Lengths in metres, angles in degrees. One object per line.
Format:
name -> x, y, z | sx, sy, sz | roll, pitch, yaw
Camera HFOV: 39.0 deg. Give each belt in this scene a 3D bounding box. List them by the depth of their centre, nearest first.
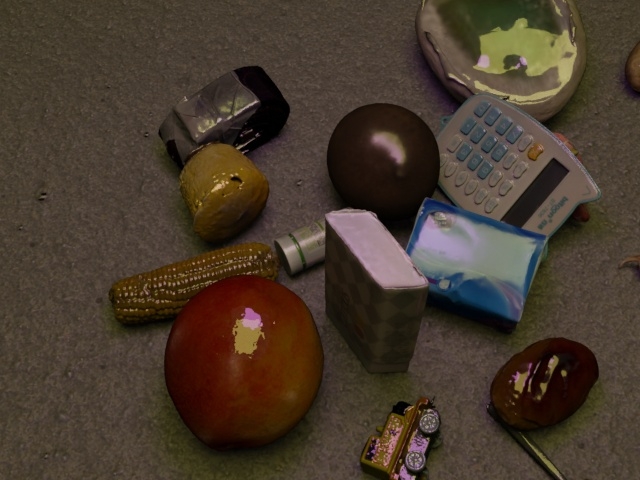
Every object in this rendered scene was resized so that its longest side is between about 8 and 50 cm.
belt -> -0.210, -0.259, 2.038 | 0.289, 0.184, 0.164 | -31, 70, -11

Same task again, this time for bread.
bread -> -0.212, -0.101, 1.946 | 0.197, 0.197, 0.170 | -29, 57, -16

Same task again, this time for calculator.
calculator -> 0.405, -0.149, 1.976 | 0.386, 0.054, 0.256 | 44, 109, 19

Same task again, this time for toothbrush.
toothbrush -> 0.427, 0.422, 1.738 | 0.030, 0.030, 0.297 | -38, 66, -10

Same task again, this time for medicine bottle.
medicine bottle -> 0.000, 0.000, 1.942 | 0.183, 0.086, 0.086 | -24, 63, -13

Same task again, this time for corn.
corn -> -0.258, 0.089, 1.874 | 0.364, 0.120, 0.120 | -14, 61, -5

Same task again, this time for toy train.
toy train -> 0.157, 0.386, 1.724 | 0.127, 0.089, 0.219 | 16, 62, 20

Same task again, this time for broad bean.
broad bean -> 0.436, 0.280, 1.767 | 0.229, 0.122, 0.156 | -34, 80, -13

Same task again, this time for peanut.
peanut -> 0.834, -0.460, 2.187 | 0.122, 0.137, 0.253 | 48, 64, -23

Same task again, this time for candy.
candy -> 0.440, -0.454, 2.148 | 0.386, 0.186, 0.426 | -16, 63, 0

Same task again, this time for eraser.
eraser -> 0.094, 0.109, 1.702 | 0.082, 0.396, 0.213 | -30, 65, -16

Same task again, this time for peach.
peach -> -0.145, 0.233, 1.704 | 0.308, 0.308, 0.332 | 12, 78, 6

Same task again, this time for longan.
longan -> 0.137, -0.172, 1.949 | 0.258, 0.258, 0.258 | 0, 60, 0

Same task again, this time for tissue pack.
tissue pack -> 0.307, 0.050, 1.864 | 0.264, 0.146, 0.198 | 19, 78, 12

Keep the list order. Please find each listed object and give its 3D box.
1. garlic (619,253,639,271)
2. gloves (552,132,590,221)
garlic -> 0.737, 0.119, 1.870 | 0.164, 0.145, 0.244 | -26, 56, 21
gloves -> 0.522, -0.144, 2.014 | 0.145, 0.126, 0.241 | -24, 57, -17
